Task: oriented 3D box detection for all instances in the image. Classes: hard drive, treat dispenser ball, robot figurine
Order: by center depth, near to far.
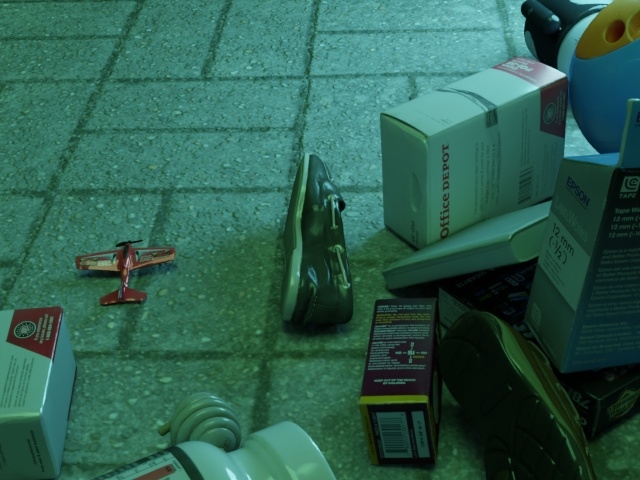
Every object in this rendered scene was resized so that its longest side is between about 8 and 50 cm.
[{"bbox_3d":[0.239,-0.002,1.401,0.203,0.040,0.307,-24,2,-27],"label":"hard drive"},{"bbox_3d":[0.515,-0.238,1.573,0.288,0.288,0.288,-2,36,1],"label":"treat dispenser ball"},{"bbox_3d":[0.483,-0.374,1.940,0.209,0.173,0.278,-16,37,-5],"label":"robot figurine"}]

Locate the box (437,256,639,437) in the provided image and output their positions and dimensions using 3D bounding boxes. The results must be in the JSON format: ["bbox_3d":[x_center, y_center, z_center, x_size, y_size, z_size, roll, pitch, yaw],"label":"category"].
[{"bbox_3d":[0.355,0.094,1.388,0.296,0.073,0.293,-24,41,-27],"label":"box"}]

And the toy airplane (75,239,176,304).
[{"bbox_3d":[-0.283,0.046,1.540,0.151,0.028,0.151,-3,36,2],"label":"toy airplane"}]

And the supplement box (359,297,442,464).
[{"bbox_3d":[0.102,0.166,1.274,0.081,0.104,0.188,-3,36,12],"label":"supplement box"}]

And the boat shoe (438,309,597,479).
[{"bbox_3d":[0.247,0.215,1.183,0.120,0.122,0.324,18,39,-38],"label":"boat shoe"}]

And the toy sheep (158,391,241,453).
[{"bbox_3d":[-0.136,0.225,1.235,0.091,0.091,0.132,-19,33,-21],"label":"toy sheep"}]

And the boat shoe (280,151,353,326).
[{"bbox_3d":[0.000,0.000,1.530,0.096,0.112,0.335,13,41,-8],"label":"boat shoe"}]

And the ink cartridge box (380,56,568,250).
[{"bbox_3d":[0.232,-0.132,1.595,0.283,0.207,0.117,-24,38,-27],"label":"ink cartridge box"}]

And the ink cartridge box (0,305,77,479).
[{"bbox_3d":[-0.450,0.191,1.279,0.273,0.114,0.197,-4,37,-2],"label":"ink cartridge box"}]

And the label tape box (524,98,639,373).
[{"bbox_3d":[0.391,-0.026,1.180,0.249,0.347,0.115,-5,34,-15],"label":"label tape box"}]

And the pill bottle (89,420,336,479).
[{"bbox_3d":[-0.161,0.316,1.002,0.363,0.210,0.210,-20,39,-21],"label":"pill bottle"}]
